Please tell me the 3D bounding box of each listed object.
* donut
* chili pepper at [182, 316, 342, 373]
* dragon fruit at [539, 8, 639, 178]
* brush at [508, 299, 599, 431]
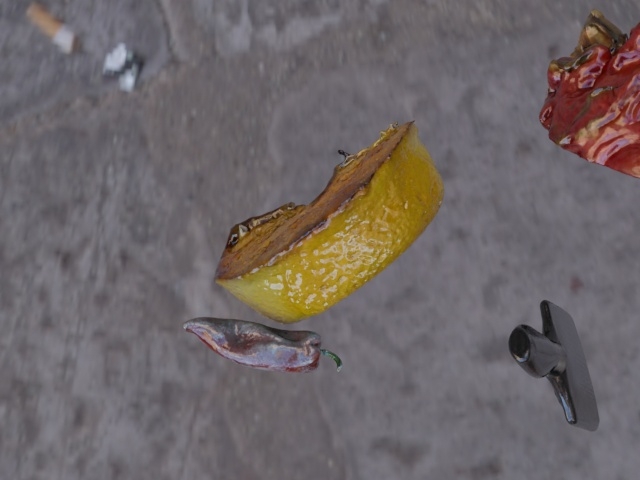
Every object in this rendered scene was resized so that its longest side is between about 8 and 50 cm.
[{"bbox_3d":[-0.005,0.004,1.855,0.259,0.152,0.101,-29,107,31],"label":"donut"},{"bbox_3d":[-0.054,0.100,1.846,0.153,0.050,0.041,8,101,2],"label":"chili pepper"},{"bbox_3d":[0.297,-0.147,1.663,0.205,0.317,0.152,12,108,9],"label":"dragon fruit"},{"bbox_3d":[0.110,0.057,0.929,0.016,0.193,0.063,-17,78,11],"label":"brush"}]
